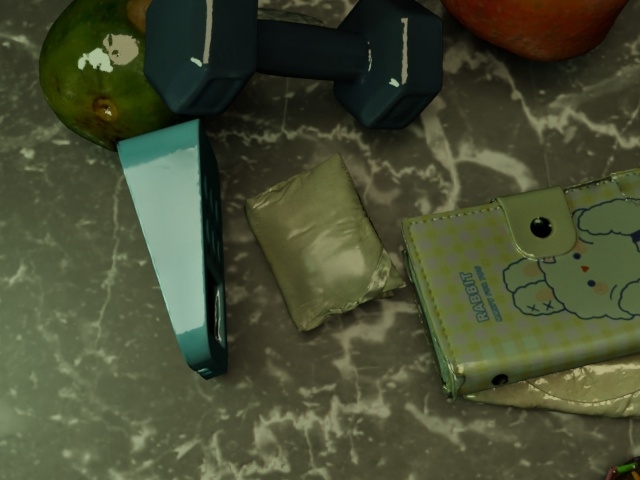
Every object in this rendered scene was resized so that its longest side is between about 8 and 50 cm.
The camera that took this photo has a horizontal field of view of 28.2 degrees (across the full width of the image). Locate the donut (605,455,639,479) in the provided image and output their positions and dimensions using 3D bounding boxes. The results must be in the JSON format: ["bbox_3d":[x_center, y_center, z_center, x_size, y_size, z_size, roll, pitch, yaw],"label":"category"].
[{"bbox_3d":[0.397,0.347,1.345,0.269,0.103,0.270,-1,81,4],"label":"donut"}]

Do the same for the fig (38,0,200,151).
[{"bbox_3d":[-0.199,-0.215,1.461,0.195,0.195,0.245,33,48,8],"label":"fig"}]

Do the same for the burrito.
[{"bbox_3d":[0.293,0.153,1.407,0.275,0.059,0.082,3,93,4],"label":"burrito"}]

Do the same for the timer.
[{"bbox_3d":[-0.134,0.017,1.371,0.091,0.232,0.250,-15,80,-3],"label":"timer"}]

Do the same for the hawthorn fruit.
[{"bbox_3d":[0.212,-0.305,1.402,0.262,0.210,0.210,-4,78,-21],"label":"hawthorn fruit"}]

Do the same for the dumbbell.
[{"bbox_3d":[-0.025,-0.205,1.373,0.325,0.144,0.160,2,90,-35],"label":"dumbbell"}]

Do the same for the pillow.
[{"bbox_3d":[0.000,0.000,1.443,0.134,0.078,0.181,-24,78,-1],"label":"pillow"}]

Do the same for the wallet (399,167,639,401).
[{"bbox_3d":[0.258,0.044,1.396,0.309,0.077,0.223,-13,58,-7],"label":"wallet"}]

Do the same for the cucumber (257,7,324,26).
[{"bbox_3d":[-0.052,-0.242,1.498,0.112,0.064,0.064,5,80,3],"label":"cucumber"}]
